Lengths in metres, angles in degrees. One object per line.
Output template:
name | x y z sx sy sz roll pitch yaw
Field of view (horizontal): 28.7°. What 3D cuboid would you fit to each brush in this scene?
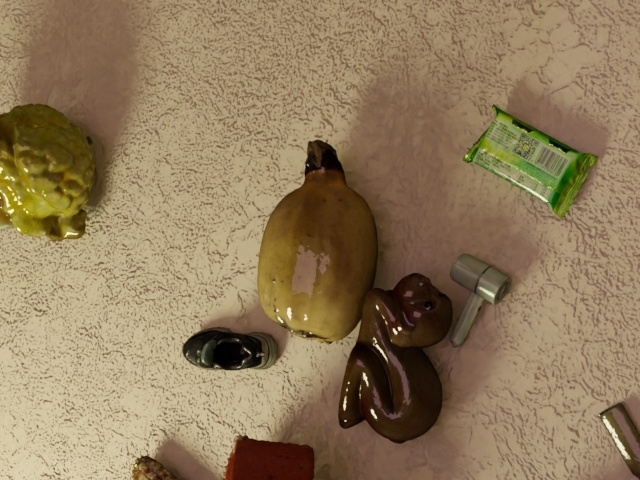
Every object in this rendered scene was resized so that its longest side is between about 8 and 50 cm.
brush | 0.460 0.338 1.716 0.043 0.036 0.248 -33 73 16

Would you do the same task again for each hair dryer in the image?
hair dryer | 0.218 0.096 1.851 0.082 0.047 0.137 29 106 26

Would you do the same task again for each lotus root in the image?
lotus root | 0.000 0.000 1.900 0.182 0.182 0.310 3 82 26

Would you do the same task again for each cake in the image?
cake | -0.089 0.422 1.851 0.150 0.177 0.283 8 54 1

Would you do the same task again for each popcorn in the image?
popcorn | -0.494 -0.108 2.131 0.236 0.206 0.252 -19 95 7

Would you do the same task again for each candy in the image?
candy | 0.304 -0.118 1.828 0.178 0.032 0.102 32 104 23

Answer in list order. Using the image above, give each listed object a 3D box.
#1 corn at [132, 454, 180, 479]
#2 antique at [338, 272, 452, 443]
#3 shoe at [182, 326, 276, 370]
corn | -0.226 0.446 2.024 0.237 0.079 0.079 43 105 24
antique | 0.122 0.174 1.848 0.143 0.121 0.257 15 94 24
shoe | -0.161 0.177 1.997 0.169 0.099 0.071 0 89 27
